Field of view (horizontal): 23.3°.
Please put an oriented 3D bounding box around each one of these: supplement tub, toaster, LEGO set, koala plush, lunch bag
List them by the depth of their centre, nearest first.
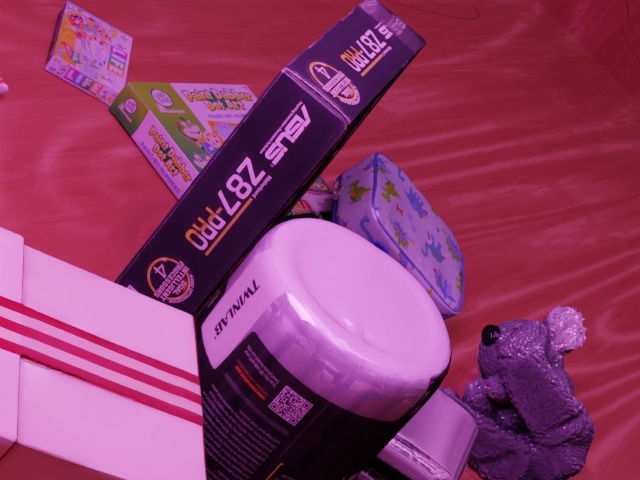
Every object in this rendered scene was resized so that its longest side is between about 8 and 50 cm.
[{"bbox_3d":[-0.053,0.160,1.427,0.207,0.338,0.207,30,29,-18],"label":"supplement tub"},{"bbox_3d":[0.062,0.218,1.710,0.227,0.129,0.146,35,30,-7],"label":"toaster"},{"bbox_3d":[0.251,0.180,1.951,0.203,0.196,0.221,45,25,-16],"label":"koala plush"},{"bbox_3d":[0.001,0.000,2.013,0.054,0.023,0.083,-55,134,-48],"label":"LEGO set"},{"bbox_3d":[0.101,0.005,2.048,0.219,0.090,0.176,48,26,-27],"label":"lunch bag"}]

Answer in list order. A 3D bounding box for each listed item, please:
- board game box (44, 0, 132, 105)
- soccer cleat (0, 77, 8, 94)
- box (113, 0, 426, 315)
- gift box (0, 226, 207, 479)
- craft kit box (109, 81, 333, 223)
[{"bbox_3d":[-0.304,-0.247,2.046,0.103,0.026,0.154,29,30,-21],"label":"board game box"},{"bbox_3d":[-0.407,-0.180,1.826,0.083,0.029,0.035,14,46,-35],"label":"soccer cleat"},{"bbox_3d":[-0.071,-0.061,1.669,0.097,0.395,0.318,39,27,-2],"label":"box"},{"bbox_3d":[-0.254,0.164,1.270,0.258,0.255,0.276,26,29,-28],"label":"gift box"},{"bbox_3d":[-0.118,-0.105,2.041,0.246,0.061,0.250,49,29,22],"label":"craft kit box"}]
